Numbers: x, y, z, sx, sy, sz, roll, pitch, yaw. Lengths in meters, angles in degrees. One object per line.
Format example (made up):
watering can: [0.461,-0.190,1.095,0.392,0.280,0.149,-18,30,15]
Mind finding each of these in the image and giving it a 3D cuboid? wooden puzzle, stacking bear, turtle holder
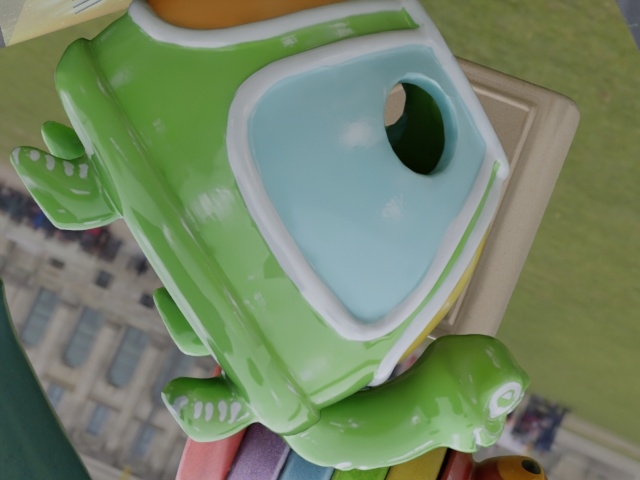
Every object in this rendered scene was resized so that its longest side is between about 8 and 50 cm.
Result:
wooden puzzle: [0.066,-0.050,1.132,0.239,0.220,0.044,22,-173,11]
stacking bear: [0.051,0.183,1.043,0.289,0.164,0.175,24,-162,5]
turtle holder: [-0.004,-0.007,0.785,0.320,0.227,0.243,58,179,9]

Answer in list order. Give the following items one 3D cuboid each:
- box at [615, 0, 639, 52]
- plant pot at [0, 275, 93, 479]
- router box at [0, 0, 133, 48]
box: [0.314,-0.330,1.064,0.097,0.394,0.318,-2,149,-23]
plant pot: [-0.203,0.147,0.572,0.272,0.255,0.271,-8,-176,1]
router box: [-0.178,-0.223,0.979,0.243,0.081,0.309,-21,-179,-16]
